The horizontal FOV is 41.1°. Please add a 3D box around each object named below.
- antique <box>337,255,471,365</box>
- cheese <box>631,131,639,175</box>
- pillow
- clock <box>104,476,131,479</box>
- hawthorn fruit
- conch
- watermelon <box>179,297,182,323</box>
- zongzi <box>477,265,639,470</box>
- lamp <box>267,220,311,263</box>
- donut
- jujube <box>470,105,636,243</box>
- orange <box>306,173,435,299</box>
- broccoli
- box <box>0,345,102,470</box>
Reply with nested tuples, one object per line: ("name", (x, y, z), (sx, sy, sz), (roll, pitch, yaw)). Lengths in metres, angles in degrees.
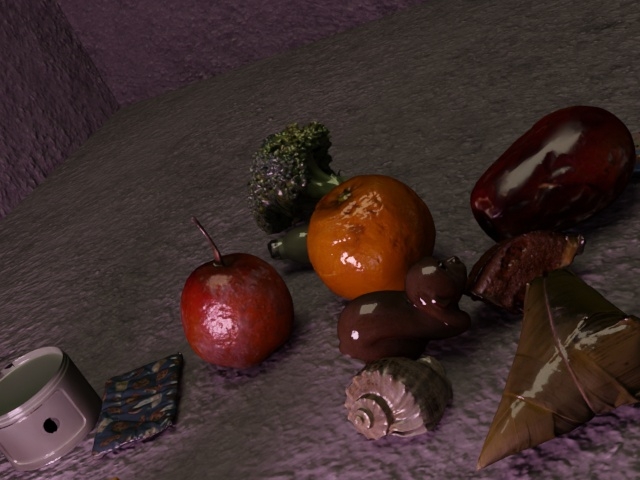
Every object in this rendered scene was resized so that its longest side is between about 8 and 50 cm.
("antique", (0.143, 0.120, 1.461), (0.257, 0.143, 0.121), (-33, 38, 19))
("cheese", (0.652, -0.163, 1.660), (0.135, 0.052, 0.245), (-30, 26, -6))
("pillow", (-0.374, 0.333, 1.764), (0.189, 0.034, 0.255), (-24, 26, 8))
("clock", (-0.368, 0.499, 1.305), (0.309, 0.166, 0.235), (-40, 28, -27))
("hawthorn fruit", (-0.170, 0.138, 1.718), (0.235, 0.263, 0.231), (19, 70, 22))
("conch", (0.134, 0.253, 1.382), (0.207, 0.130, 0.155), (-21, 51, -41))
("watermelon", (-0.293, 0.171, 1.942), (0.080, 0.101, 0.155), (-44, 19, -7))
("zongzi", (0.311, 0.183, 1.270), (0.300, 0.145, 0.274), (-34, 22, 2))
("lamp", (0.000, 0.000, 1.947), (0.250, 0.101, 0.101), (-13, 28, 7))
("donut", (0.346, 0.043, 1.497), (0.187, 0.144, 0.126), (-60, 11, -7))
("jujube", (0.439, -0.120, 1.615), (0.318, 0.223, 0.223), (-35, 26, -6))
("orange", (0.098, -0.004, 1.702), (0.261, 0.261, 0.261), (-22, 26, 12))
("broccoli", (-0.039, -0.159, 2.039), (0.301, 0.249, 0.375), (-16, -3, 10))
("box", (-0.601, 0.353, 1.815), (0.226, 0.149, 0.226), (-22, 27, 12))
